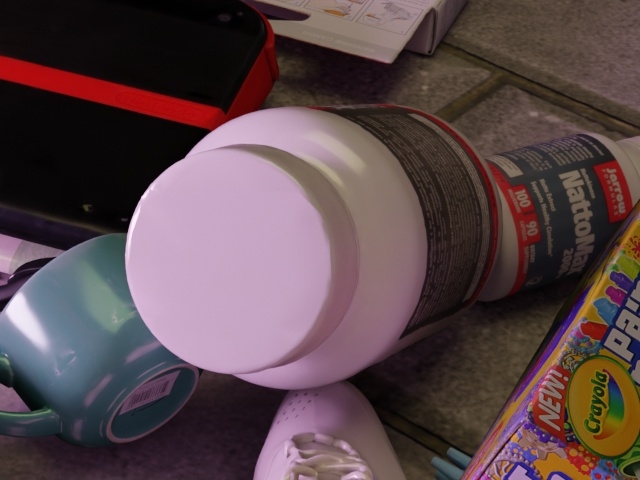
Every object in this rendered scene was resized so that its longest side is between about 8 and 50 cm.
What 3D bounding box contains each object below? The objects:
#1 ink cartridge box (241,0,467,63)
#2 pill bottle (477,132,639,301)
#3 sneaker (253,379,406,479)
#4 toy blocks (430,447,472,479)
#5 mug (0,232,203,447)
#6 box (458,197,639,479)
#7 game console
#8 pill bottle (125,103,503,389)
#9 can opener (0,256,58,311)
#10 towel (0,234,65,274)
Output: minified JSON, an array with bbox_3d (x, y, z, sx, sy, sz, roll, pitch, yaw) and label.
[{"bbox_3d":[-0.020,-0.230,1.624,0.275,0.060,0.239,16,39,15],"label":"ink cartridge box"},{"bbox_3d":[0.187,-0.025,1.331,0.180,0.108,0.108,-15,41,-24],"label":"pill bottle"},{"bbox_3d":[0.010,0.174,1.032,0.111,0.129,0.297,0,36,-2],"label":"sneaker"},{"bbox_3d":[0.110,0.193,1.079,0.148,0.054,0.123,31,44,30],"label":"toy blocks"},{"bbox_3d":[-0.148,0.084,1.146,0.158,0.129,0.097,-44,66,2],"label":"mug"},{"bbox_3d":[0.240,0.145,0.989,0.279,0.177,0.290,33,42,5],"label":"box"},{"bbox_3d":[-0.253,-0.124,1.414,0.386,0.060,0.342,14,43,11],"label":"game console"},{"bbox_3d":[0.000,0.000,1.123,0.176,0.176,0.318,18,10,17],"label":"pill bottle"},{"bbox_3d":[-0.241,0.053,1.233,0.186,0.059,0.073,-8,14,-2],"label":"can opener"},{"bbox_3d":[-0.311,-0.067,1.398,0.325,0.038,0.248,12,38,8],"label":"towel"}]
